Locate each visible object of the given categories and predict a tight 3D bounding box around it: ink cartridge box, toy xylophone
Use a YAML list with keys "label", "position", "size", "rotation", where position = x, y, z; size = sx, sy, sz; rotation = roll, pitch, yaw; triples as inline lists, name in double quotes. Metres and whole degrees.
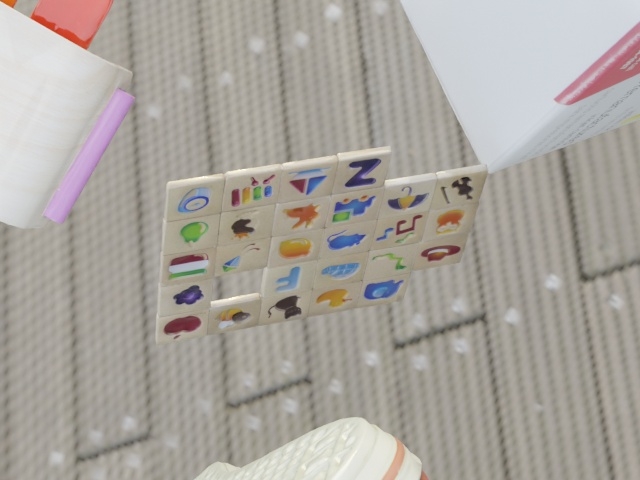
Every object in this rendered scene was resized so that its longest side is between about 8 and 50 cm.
- label: "ink cartridge box"
  position: [0.295, -0.217, 1.326]
  size: [0.160, 0.384, 0.279]
  rotation: [64, 153, 11]
- label: "toy xylophone"
  position: [-0.252, -0.147, 1.096]
  size: [0.236, 0.322, 0.081]
  rotation: [-52, 9, 3]

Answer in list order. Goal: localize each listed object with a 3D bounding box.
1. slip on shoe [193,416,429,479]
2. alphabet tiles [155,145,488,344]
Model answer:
- label: "slip on shoe"
  position: [-0.028, 0.149, 0.712]
  size: [0.123, 0.101, 0.331]
  rotation: [-46, 6, -26]
- label: "alphabet tiles"
  position: [0.000, 0.000, 1.320]
  size: [0.237, 0.198, 0.009]
  rotation: [-10, 57, -15]
